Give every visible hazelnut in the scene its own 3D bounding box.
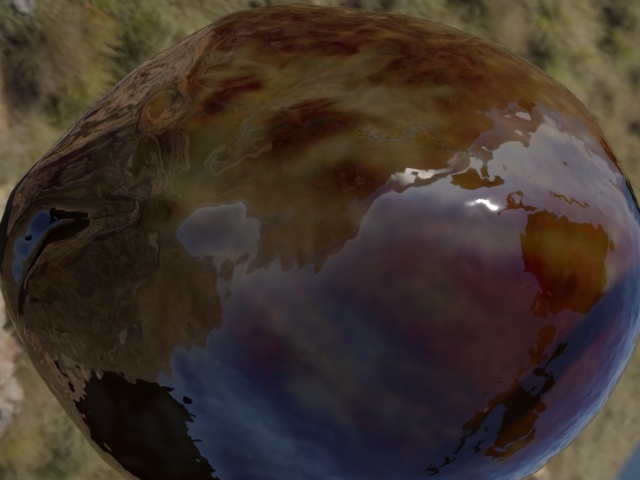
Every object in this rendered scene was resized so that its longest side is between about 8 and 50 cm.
[{"bbox_3d":[0.000,0.000,0.462,0.218,0.234,0.218,46,36,-49],"label":"hazelnut"}]
